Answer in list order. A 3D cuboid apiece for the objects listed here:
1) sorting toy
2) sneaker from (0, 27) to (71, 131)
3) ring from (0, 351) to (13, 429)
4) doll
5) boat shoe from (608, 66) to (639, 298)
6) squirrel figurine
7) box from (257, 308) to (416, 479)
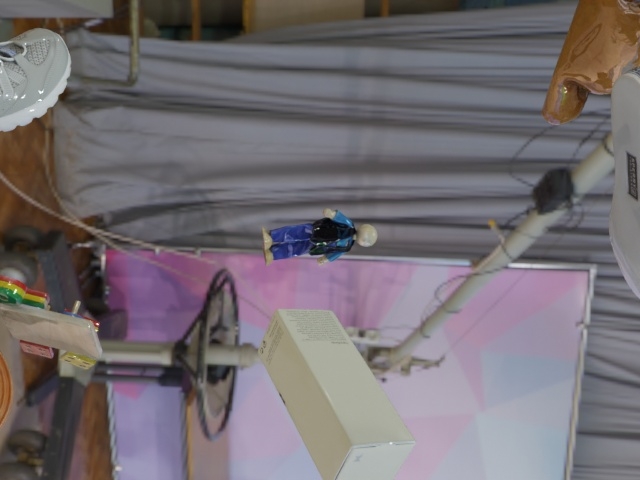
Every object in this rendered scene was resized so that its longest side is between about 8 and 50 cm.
[{"bbox_3d":[-0.378,0.116,1.185,0.274,0.132,0.046,106,-3,-63],"label":"sorting toy"},{"bbox_3d":[-0.378,-0.172,0.886,0.281,0.105,0.115,-51,148,-43],"label":"sneaker"},{"bbox_3d":[-0.579,0.179,1.092,0.032,0.336,0.336,-59,-174,24],"label":"ring"},{"bbox_3d":[0.000,0.000,1.357,0.129,0.189,0.046,90,-11,-47],"label":"doll"},{"bbox_3d":[0.334,-0.050,0.786,0.095,0.084,0.258,-116,-171,-51],"label":"boat shoe"},{"bbox_3d":[0.515,-0.282,1.016,0.397,0.370,0.281,71,42,-70],"label":"squirrel figurine"},{"bbox_3d":[0.015,0.220,1.187,0.275,0.113,0.094,57,-48,45],"label":"box"}]
